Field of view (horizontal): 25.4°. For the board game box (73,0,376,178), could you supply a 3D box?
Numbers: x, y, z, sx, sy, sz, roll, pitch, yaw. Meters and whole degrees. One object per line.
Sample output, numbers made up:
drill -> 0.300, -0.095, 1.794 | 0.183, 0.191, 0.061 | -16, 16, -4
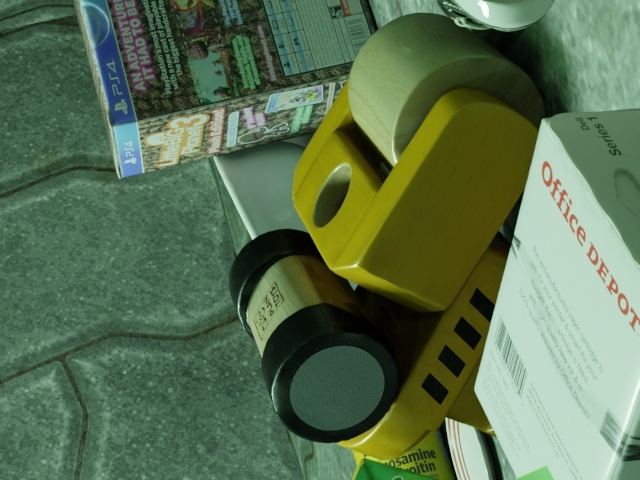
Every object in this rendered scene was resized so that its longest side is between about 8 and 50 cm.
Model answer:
board game box -> -0.104, -0.224, 1.511 | 0.141, 0.291, 0.232 | 101, 154, -70

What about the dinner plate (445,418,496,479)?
dinner plate -> 0.156, 0.224, 1.442 | 0.141, 0.017, 0.141 | 166, 90, -81

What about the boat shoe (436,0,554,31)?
boat shoe -> 0.110, -0.182, 0.952 | 0.219, 0.078, 0.070 | -102, 5, -56

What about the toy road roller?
toy road roller -> 0.095, 0.016, 1.098 | 0.329, 0.241, 0.202 | -61, 23, 15

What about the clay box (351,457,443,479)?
clay box -> 0.120, 0.254, 1.155 | 0.222, 0.127, 0.053 | 51, -122, -49

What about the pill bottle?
pill bottle -> 0.093, 0.249, 1.594 | 0.103, 0.103, 0.184 | 94, 160, -63

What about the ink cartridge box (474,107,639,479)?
ink cartridge box -> 0.168, 0.058, 0.776 | 0.160, 0.093, 0.219 | -112, 22, -44

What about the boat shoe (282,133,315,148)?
boat shoe -> -0.043, -0.199, 1.719 | 0.103, 0.092, 0.285 | 21, 133, 29

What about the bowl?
bowl -> 0.000, 0.000, 1.604 | 0.298, 0.134, 0.298 | 63, 179, 1
